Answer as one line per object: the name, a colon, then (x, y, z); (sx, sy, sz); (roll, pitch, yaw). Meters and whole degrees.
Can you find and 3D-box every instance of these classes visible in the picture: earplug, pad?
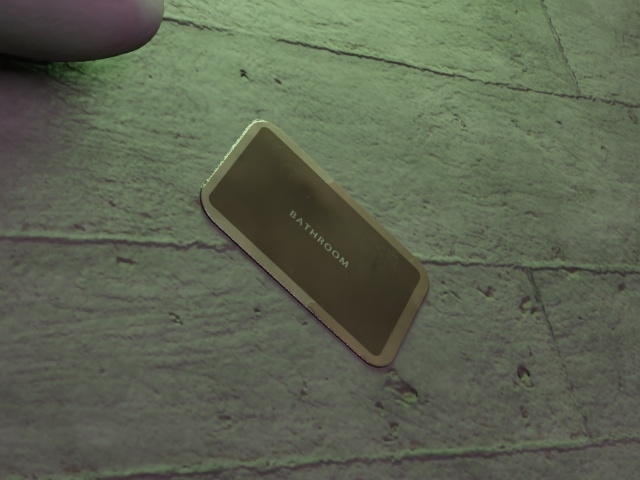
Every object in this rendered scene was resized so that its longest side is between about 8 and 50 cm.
earplug: (-0.271, -0.237, 1.273); (0.301, 0.172, 0.172); (7, 57, -47)
pad: (0.000, 0.000, 1.450); (0.266, 0.002, 0.176); (43, 42, -10)
